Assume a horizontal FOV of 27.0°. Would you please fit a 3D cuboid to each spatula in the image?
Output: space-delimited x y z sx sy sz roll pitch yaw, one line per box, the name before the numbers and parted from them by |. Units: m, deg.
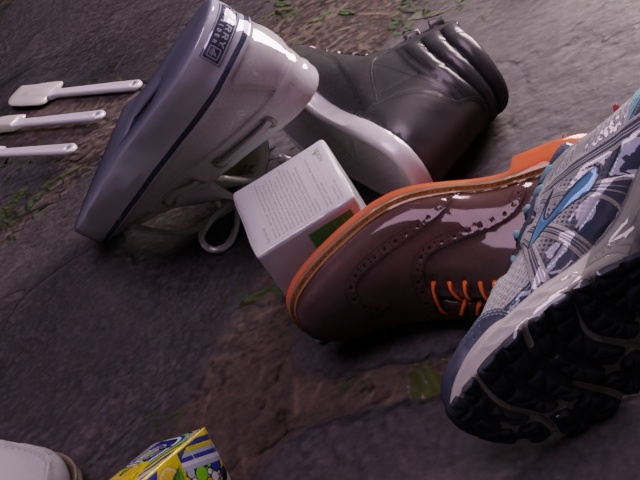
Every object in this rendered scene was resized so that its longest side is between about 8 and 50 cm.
spatula | -0.326 -0.135 1.560 0.242 0.019 0.168 2 41 41

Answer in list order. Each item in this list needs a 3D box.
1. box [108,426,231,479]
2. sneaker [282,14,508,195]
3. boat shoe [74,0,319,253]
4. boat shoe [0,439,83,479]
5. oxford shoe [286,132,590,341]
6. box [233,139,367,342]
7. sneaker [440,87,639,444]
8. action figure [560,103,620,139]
box | -0.123 0.187 0.862 0.054 0.059 0.169 -23 7 31
sneaker | 0.049 -0.137 1.169 0.147 0.104 0.296 -40 39 -13
boat shoe | -0.098 -0.073 1.175 0.367 0.156 0.135 -42 27 54
boat shoe | -0.336 0.198 1.023 0.302 0.103 0.113 -11 44 15
oxford shoe | 0.101 0.015 0.931 0.271 0.097 0.098 -25 40 12
box | 0.000 0.000 1.025 0.087 0.101 0.102 -31 33 4
sneaker | 0.174 0.004 0.835 0.283 0.110 0.122 -47 35 3
action figure | 0.195 -0.059 1.007 0.115 0.030 0.038 -44 39 -13
